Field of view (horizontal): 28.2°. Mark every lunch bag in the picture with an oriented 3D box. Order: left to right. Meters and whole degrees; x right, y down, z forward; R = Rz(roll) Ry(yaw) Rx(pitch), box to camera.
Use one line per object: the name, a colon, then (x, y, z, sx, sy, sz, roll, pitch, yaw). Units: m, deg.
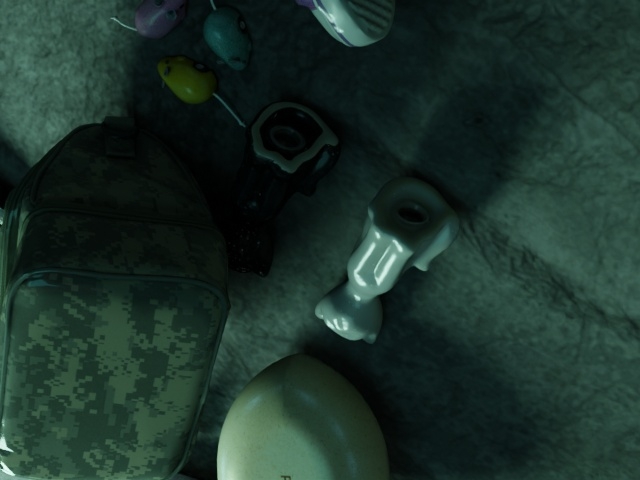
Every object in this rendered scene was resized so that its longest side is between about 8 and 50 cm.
lunch bag: (-0.216, 0.063, 1.273, 0.213, 0.256, 0.305, 6, 129, -12)

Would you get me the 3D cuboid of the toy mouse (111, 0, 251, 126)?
toy mouse: (-0.121, -0.192, 1.185, 0.161, 0.031, 0.143, 31, 130, 5)

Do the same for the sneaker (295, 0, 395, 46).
sneaker: (-0.055, -0.271, 1.061, 0.161, 0.102, 0.282, -23, 98, 40)

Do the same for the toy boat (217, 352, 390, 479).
toy boat: (-0.073, 0.243, 1.389, 0.318, 0.148, 0.267, 6, 100, 19)

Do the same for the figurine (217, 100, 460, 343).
figurine: (0.000, 0.000, 1.229, 0.215, 0.092, 0.209, 32, 138, 3)

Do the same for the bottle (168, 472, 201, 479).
bottle: (-0.112, 0.346, 1.492, 0.283, 0.118, 0.092, 13, 112, 18)

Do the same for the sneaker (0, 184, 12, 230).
sneaker: (-0.381, -0.033, 1.413, 0.170, 0.051, 0.089, 40, 126, -7)
